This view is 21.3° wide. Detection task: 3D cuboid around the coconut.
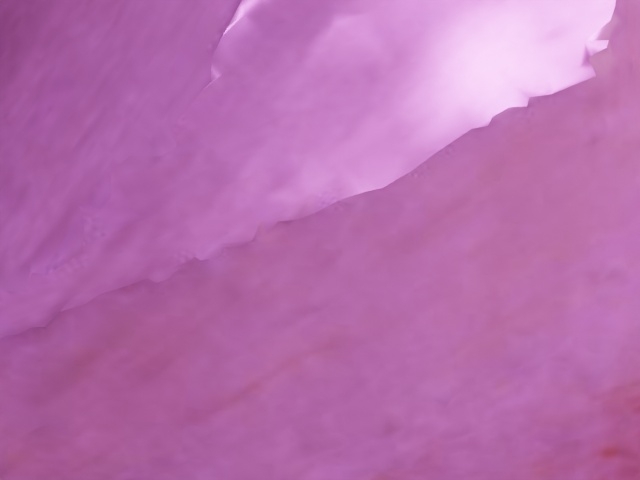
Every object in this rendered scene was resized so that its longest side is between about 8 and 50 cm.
[{"bbox_3d":[0.000,0.000,0.493,0.415,0.344,0.415,7,82,-52],"label":"coconut"}]
